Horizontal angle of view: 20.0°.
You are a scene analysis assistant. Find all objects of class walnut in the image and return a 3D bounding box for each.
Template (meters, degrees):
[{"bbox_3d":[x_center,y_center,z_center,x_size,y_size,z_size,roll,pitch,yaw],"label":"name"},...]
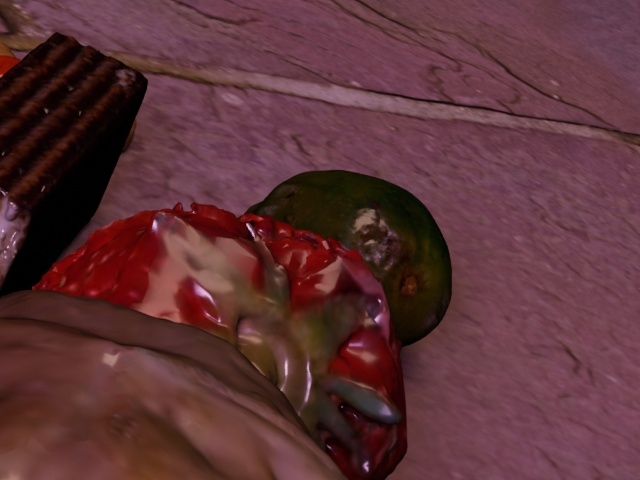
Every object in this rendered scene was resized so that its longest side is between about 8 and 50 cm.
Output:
[{"bbox_3d":[-0.088,0.135,0.598,0.248,0.248,0.248,20,24,-9],"label":"walnut"}]

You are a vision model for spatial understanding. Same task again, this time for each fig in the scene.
[{"bbox_3d":[0.000,0.000,1.122,0.117,0.117,0.177,4,21,-38],"label":"fig"}]

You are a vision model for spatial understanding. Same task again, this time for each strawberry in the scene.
[{"bbox_3d":[-0.066,0.068,0.847,0.201,0.187,0.184,11,-36,53],"label":"strawberry"}]

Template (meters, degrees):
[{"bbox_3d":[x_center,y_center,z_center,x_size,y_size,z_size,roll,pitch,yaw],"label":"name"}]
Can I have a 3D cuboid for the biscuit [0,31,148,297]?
[{"bbox_3d":[-0.170,-0.026,1.001,0.070,0.106,0.252,26,25,0],"label":"biscuit"}]

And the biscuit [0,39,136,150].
[{"bbox_3d":[-0.234,-0.107,1.200,0.240,0.035,0.158,11,29,-25],"label":"biscuit"}]
